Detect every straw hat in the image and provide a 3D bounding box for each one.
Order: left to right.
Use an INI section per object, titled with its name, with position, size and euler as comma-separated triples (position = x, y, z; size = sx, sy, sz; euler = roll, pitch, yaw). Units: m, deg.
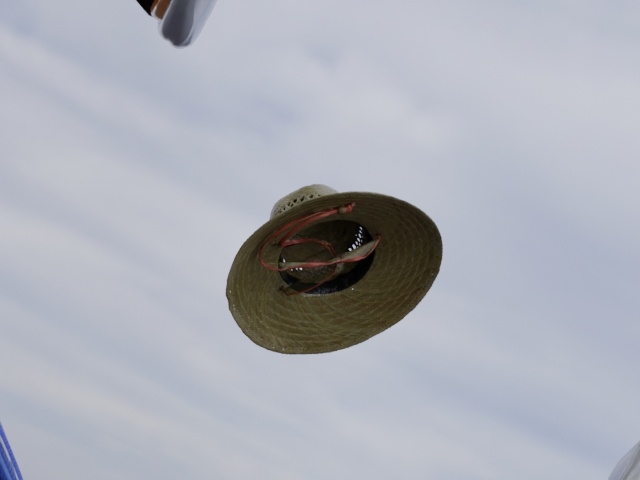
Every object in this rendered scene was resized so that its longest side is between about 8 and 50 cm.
[straw hat]
position = 0.000, 0.000, 1.130
size = 0.144, 0.144, 0.061
euler = 33, 24, -45

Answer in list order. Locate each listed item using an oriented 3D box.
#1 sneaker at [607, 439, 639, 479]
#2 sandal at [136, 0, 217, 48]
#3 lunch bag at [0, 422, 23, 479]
[sneaker]
position = 0.245, 0.304, 1.242
size = 0.182, 0.316, 0.127
euler = 15, -13, 4
[sandal]
position = -0.062, -0.162, 0.701
size = 0.076, 0.102, 0.265
euler = 19, 31, -13
[lunch bag]
position = -0.209, 0.123, 0.658
size = 0.115, 0.243, 0.303
euler = 13, -56, 66
